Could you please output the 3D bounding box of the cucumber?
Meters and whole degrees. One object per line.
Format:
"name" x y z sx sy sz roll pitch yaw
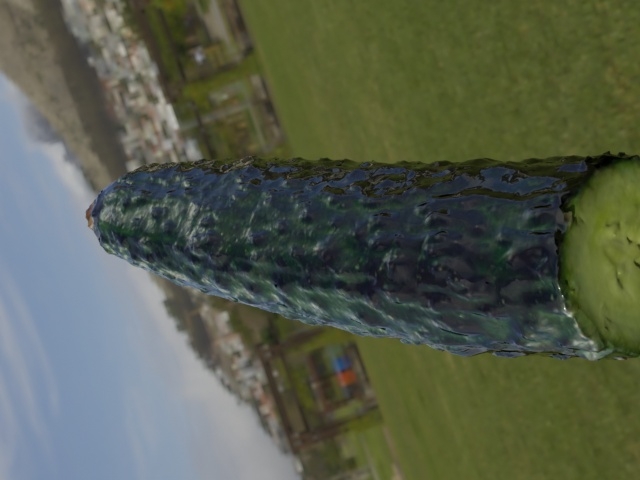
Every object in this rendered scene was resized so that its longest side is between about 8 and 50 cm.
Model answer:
"cucumber" 0.000 0.000 0.479 0.293 0.067 0.067 4 119 51
